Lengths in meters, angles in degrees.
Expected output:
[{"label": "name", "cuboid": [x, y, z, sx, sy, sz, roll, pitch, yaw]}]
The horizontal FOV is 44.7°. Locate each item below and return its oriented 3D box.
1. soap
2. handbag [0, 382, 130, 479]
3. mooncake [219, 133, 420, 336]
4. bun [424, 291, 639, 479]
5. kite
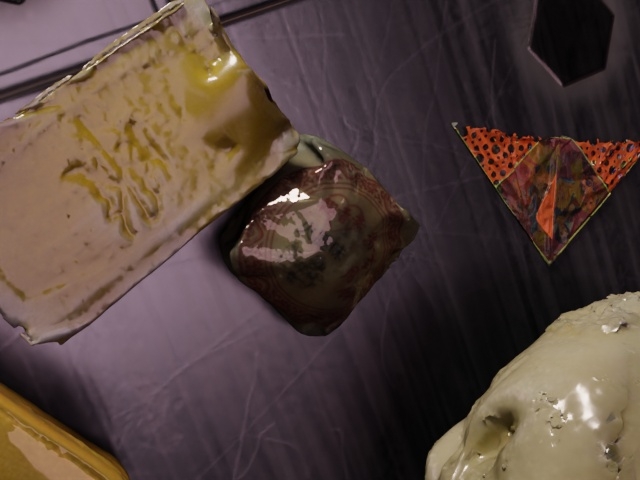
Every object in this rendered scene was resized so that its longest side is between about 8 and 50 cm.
[{"label": "soap", "cuboid": [-0.140, -0.047, 0.529, 0.233, 0.076, 0.135, -39, 107, -12]}, {"label": "handbag", "cuboid": [-0.322, 0.242, 0.465, 0.283, 0.133, 0.401, 38, 81, -15]}, {"label": "mooncake", "cuboid": [0.000, 0.000, 0.591, 0.125, 0.073, 0.130, 41, 82, -22]}, {"label": "bun", "cuboid": [0.231, 0.220, 0.626, 0.326, 0.234, 0.362, 33, 68, -27]}, {"label": "kite", "cuboid": [0.213, -0.038, 0.706, 0.222, 0.008, 0.125, 0, 98, -21]}]
